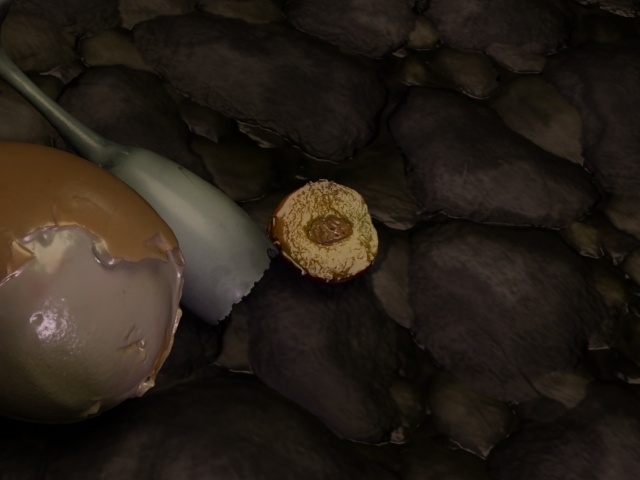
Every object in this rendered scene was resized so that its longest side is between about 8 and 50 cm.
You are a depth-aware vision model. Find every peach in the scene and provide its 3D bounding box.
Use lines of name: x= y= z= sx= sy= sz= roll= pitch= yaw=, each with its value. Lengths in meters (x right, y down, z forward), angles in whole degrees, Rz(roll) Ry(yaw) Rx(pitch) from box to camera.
peach: x=0.001 y=0.000 z=1.406 sx=0.098 sy=0.061 sz=0.098 roll=1 pitch=70 yaw=-4

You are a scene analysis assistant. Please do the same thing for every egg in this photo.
egg: x=-0.224 y=0.024 z=1.220 sx=0.244 sy=0.201 sz=0.201 roll=34 pitch=48 yaw=22

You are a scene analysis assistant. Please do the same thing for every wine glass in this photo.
wine glass: x=-0.158 y=-0.087 z=1.404 sx=0.309 sy=0.096 sz=0.264 roll=42 pitch=20 yaw=-5
